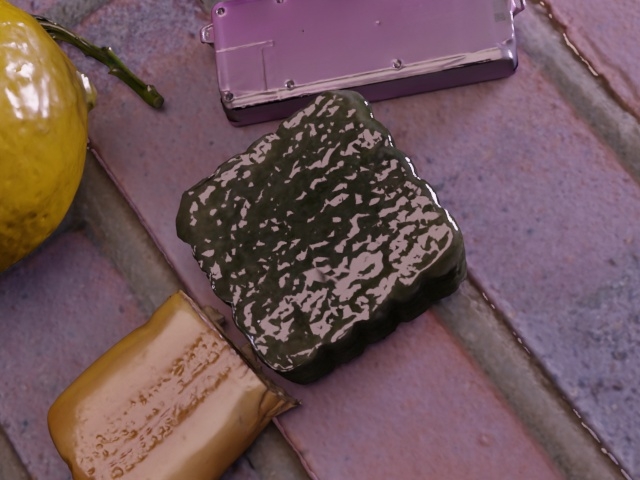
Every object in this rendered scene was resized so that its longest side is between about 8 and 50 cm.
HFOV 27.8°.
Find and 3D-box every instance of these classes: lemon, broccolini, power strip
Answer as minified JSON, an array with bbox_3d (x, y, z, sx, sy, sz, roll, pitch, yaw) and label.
[{"bbox_3d":[-0.332,-0.073,1.035,0.319,0.245,0.245,-22,67,-12],"label":"lemon"},{"bbox_3d":[-0.218,-0.171,1.161,0.194,0.054,0.052,21,57,16],"label":"broccolini"},{"bbox_3d":[0.037,-0.174,1.111,0.278,0.037,0.109,-10,69,7],"label":"power strip"}]

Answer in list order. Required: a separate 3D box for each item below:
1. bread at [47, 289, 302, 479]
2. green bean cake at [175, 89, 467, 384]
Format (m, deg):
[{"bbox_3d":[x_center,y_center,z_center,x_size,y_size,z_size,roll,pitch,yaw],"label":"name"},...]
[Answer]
[{"bbox_3d":[-0.118,0.134,1.005,0.173,0.085,0.134,-41,77,-8],"label":"bread"},{"bbox_3d":[0.000,0.000,1.025,0.185,0.094,0.183,-34,68,-3],"label":"green bean cake"}]
